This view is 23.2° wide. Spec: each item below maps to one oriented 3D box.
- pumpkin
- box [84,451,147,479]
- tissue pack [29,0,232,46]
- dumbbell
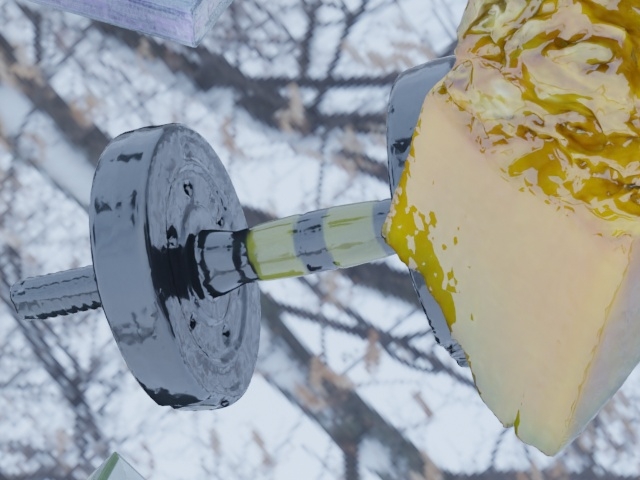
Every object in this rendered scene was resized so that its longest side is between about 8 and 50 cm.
[{"bbox_3d":[0.120,-0.060,0.561,0.126,0.248,0.131,-16,-132,-41],"label":"pumpkin"},{"bbox_3d":[-0.112,0.259,0.890,0.148,0.195,0.177,-44,-174,11],"label":"box"},{"bbox_3d":[-0.148,-0.220,1.256,0.156,0.051,0.112,17,-131,14],"label":"tissue pack"},{"bbox_3d":[0.000,0.000,0.736,0.325,0.143,0.143,-11,-142,18],"label":"dumbbell"}]
